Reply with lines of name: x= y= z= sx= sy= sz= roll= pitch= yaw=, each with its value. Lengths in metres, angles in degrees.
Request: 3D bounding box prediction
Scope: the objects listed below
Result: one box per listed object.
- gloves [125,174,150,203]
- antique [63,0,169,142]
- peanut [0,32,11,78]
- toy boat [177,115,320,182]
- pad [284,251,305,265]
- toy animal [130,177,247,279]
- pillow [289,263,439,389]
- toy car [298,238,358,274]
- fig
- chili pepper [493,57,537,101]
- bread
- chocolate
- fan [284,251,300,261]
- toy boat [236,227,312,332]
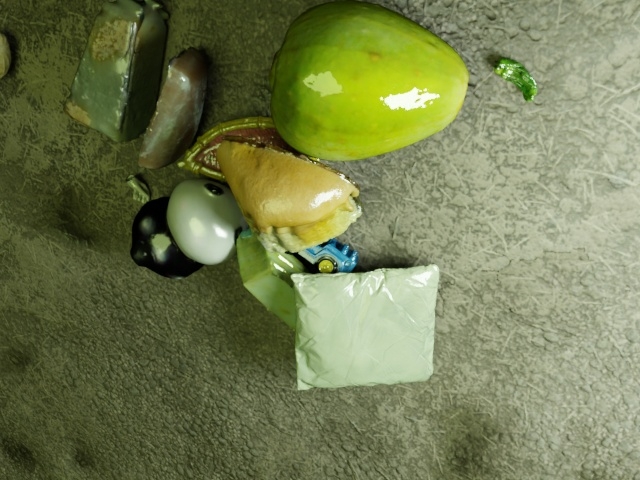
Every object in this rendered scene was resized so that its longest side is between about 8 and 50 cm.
gloves: x=-0.405 y=-0.118 z=1.535 sx=0.044 sy=0.037 sz=0.081 roll=30 pitch=146 yaw=54
antique: x=-0.396 y=-0.353 z=1.386 sx=0.150 sy=0.125 sz=0.284 roll=31 pitch=121 yaw=10
peanut: x=-0.759 y=-0.396 z=1.570 sx=0.093 sy=0.083 sz=0.194 roll=25 pitch=132 yaw=-26
toy boat: x=-0.130 y=-0.170 z=1.351 sx=0.317 sy=0.099 sz=0.141 roll=1 pitch=108 yaw=28
pad: x=-0.086 y=0.044 z=1.469 sx=0.112 sy=0.003 sz=0.157 roll=20 pitch=118 yaw=18
toy animal: x=-0.259 y=-0.027 z=1.429 sx=0.235 sy=0.165 sz=0.187 roll=-24 pitch=104 yaw=28
pillow: x=0.086 y=0.175 z=1.332 sx=0.280 sy=0.076 sz=0.275 roll=-3 pitch=120 yaw=-4
toy car: x=0.000 y=0.000 z=1.349 sx=0.191 sy=0.097 sz=0.100 roll=35 pitch=100 yaw=0
fig: x=0.078 y=-0.259 z=1.136 sx=0.326 sy=0.258 sz=0.258 roll=2 pitch=112 yaw=6
chili pepper: x=0.321 y=-0.267 z=1.135 sx=0.091 sy=0.034 sz=0.030 roll=44 pitch=155 yaw=3
bread: x=-0.064 y=-0.075 z=1.211 sx=0.261 sy=0.163 sz=0.204 roll=15 pitch=160 yaw=13
chocolate: x=-0.277 y=-0.248 z=1.367 sx=0.083 sy=0.161 sz=0.261 roll=25 pitch=125 yaw=-7
fan: x=0.003 y=0.103 z=1.444 sx=0.227 sy=0.008 sz=0.152 roll=46 pitch=123 yaw=1
toy boat: x=-0.067 y=0.094 z=1.373 sx=0.111 sy=0.084 sz=0.276 roll=-22 pitch=121 yaw=34
